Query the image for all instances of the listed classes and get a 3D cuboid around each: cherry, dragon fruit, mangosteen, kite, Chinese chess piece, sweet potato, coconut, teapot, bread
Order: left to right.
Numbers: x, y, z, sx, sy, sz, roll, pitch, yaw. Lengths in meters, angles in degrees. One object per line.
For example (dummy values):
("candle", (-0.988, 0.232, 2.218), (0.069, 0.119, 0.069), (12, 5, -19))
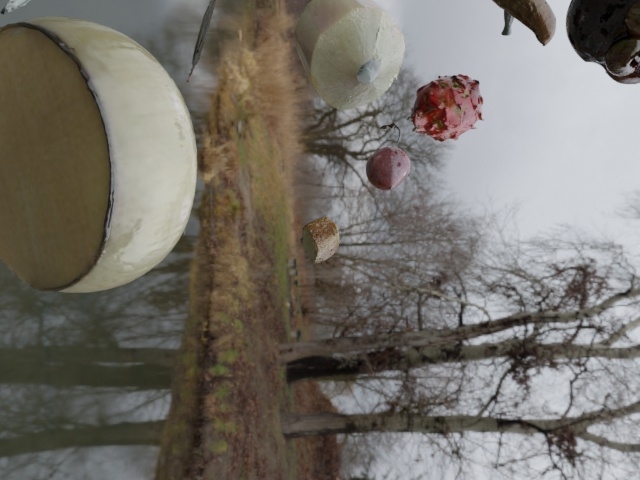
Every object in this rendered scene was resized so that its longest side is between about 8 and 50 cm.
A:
("Chinese chess piece", (-0.232, -0.075, 0.480), (0.103, 0.249, 0.250), (-17, 110, -59))
("kite", (-0.351, -0.635, 1.545), (0.328, 0.013, 0.378), (-57, -153, 37))
("bread", (0.002, 0.001, 1.141), (0.077, 0.070, 0.083), (58, -24, 29))
("coconut", (0.070, -0.438, 1.182), (0.239, 0.238, 0.244), (92, -17, -48))
("cherry", (0.156, -0.198, 1.218), (0.107, 0.090, 0.226), (-35, -147, 29))
("dragon fruit", (0.382, -0.410, 1.608), (0.210, 0.268, 0.205), (40, -28, 51))
("sweet potato", (0.512, -0.675, 1.394), (0.341, 0.092, 0.114), (50, 9, 13))
("teapot", (0.594, -0.698, 1.611), (0.111, 0.042, 0.043), (76, 10, -55))
("mangosteen", (0.544, -0.368, 0.876), (0.211, 0.211, 0.250), (94, -6, -62))

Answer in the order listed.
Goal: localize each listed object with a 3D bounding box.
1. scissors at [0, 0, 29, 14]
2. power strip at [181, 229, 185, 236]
("scissors", (-0.521, -0.536, 1.014), (0.109, 0.022, 0.300), (51, 56, -34))
("power strip", (-0.533, -0.108, 1.621), (0.064, 0.198, 0.213), (-75, 170, -69))
